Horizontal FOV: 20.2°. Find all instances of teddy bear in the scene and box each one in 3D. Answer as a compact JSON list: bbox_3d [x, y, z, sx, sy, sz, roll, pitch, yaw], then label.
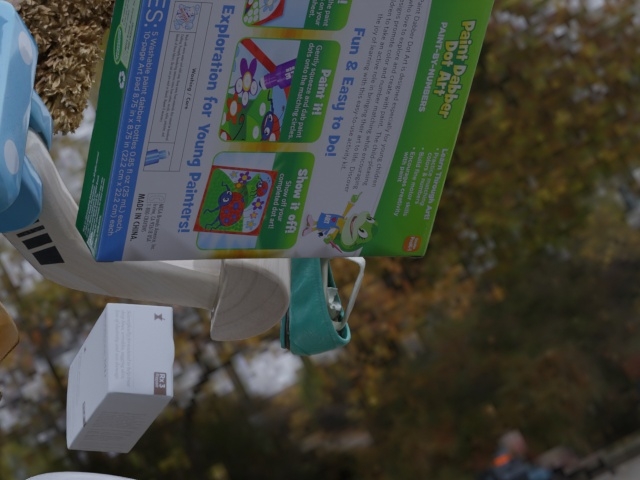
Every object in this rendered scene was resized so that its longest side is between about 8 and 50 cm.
[{"bbox_3d":[-0.285,-0.193,1.713,0.338,0.245,0.113,-53,-38,-13],"label":"teddy bear"}]

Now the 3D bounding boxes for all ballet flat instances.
[{"bbox_3d":[0.000,0.000,1.763,0.087,0.247,0.083,-1,26,5],"label":"ballet flat"}]

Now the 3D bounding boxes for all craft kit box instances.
[{"bbox_3d":[-0.018,-0.106,1.162,0.247,0.061,0.249,1,-62,-25],"label":"craft kit box"}]

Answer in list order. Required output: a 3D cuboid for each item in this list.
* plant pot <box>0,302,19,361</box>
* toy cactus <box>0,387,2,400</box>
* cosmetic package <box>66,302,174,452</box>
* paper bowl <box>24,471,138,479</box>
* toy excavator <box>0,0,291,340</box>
[{"bbox_3d":[-0.427,0.095,1.725,0.188,0.205,0.205,-48,-1,-20],"label":"plant pot"},{"bbox_3d":[-0.213,0.014,0.925,0.112,0.180,0.219,-26,-23,-24],"label":"toy cactus"},{"bbox_3d":[-0.242,0.168,2.155,0.086,0.117,0.231,5,-26,-17],"label":"cosmetic package"},{"bbox_3d":[-0.187,0.298,1.575,0.284,0.148,0.284,8,-24,4],"label":"paper bowl"},{"bbox_3d":[-0.276,-0.050,1.458,0.433,0.222,0.445,-8,-34,12],"label":"toy excavator"}]
